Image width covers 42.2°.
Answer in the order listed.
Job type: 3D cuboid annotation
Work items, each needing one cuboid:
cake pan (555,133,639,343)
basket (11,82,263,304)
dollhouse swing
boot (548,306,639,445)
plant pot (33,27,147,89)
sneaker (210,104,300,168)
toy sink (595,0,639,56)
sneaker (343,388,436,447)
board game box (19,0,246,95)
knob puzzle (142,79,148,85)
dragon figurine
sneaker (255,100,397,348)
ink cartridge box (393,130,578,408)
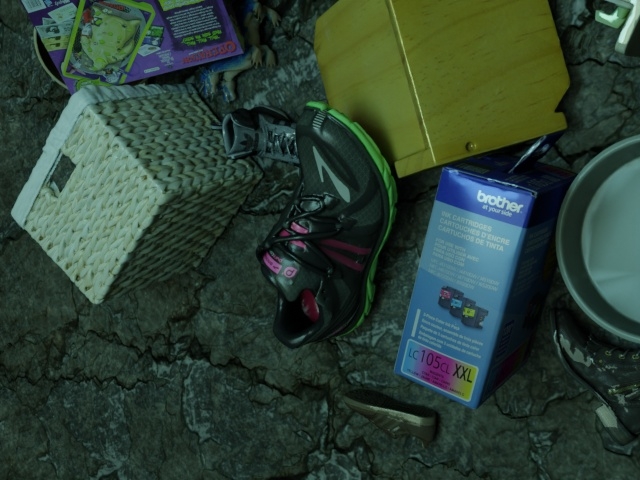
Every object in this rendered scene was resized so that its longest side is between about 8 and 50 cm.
[{"bbox_3d":[0.472,-0.002,1.141,0.293,0.054,0.293,-1,88,40],"label":"cake pan"},{"bbox_3d":[-0.349,-0.098,1.602,0.266,0.331,0.328,47,120,14],"label":"basket"},{"bbox_3d":[0.185,-0.294,1.389,0.315,0.305,0.347,-16,90,-8],"label":"dollhouse swing"},{"bbox_3d":[0.503,0.171,1.270,0.229,0.091,0.263,-36,83,26],"label":"boot"},{"bbox_3d":[-0.448,-0.447,1.647,0.237,0.237,0.254,-61,32,25],"label":"plant pot"},{"bbox_3d":[-0.081,-0.175,1.501,0.268,0.153,0.101,26,117,38],"label":"sneaker"},{"bbox_3d":[0.430,-0.392,1.161,0.131,0.153,0.234,29,114,25],"label":"toy sink"},{"bbox_3d":[0.123,0.333,1.539,0.188,0.066,0.071,11,106,31],"label":"sneaker"},{"bbox_3d":[-0.329,-0.389,1.471,0.347,0.056,0.208,-11,125,12],"label":"board game box"},{"bbox_3d":[-0.430,-0.348,1.782,0.213,0.030,0.213,6,102,32],"label":"knob puzzle"},{"bbox_3d":[-0.157,-0.402,1.567,0.144,0.085,0.289,13,107,29],"label":"dragon figurine"},{"bbox_3d":[0.000,0.000,1.401,0.185,0.202,0.483,29,133,36],"label":"sneaker"},{"bbox_3d":[0.267,0.019,1.268,0.151,0.270,0.395,19,109,26],"label":"ink cartridge box"}]
